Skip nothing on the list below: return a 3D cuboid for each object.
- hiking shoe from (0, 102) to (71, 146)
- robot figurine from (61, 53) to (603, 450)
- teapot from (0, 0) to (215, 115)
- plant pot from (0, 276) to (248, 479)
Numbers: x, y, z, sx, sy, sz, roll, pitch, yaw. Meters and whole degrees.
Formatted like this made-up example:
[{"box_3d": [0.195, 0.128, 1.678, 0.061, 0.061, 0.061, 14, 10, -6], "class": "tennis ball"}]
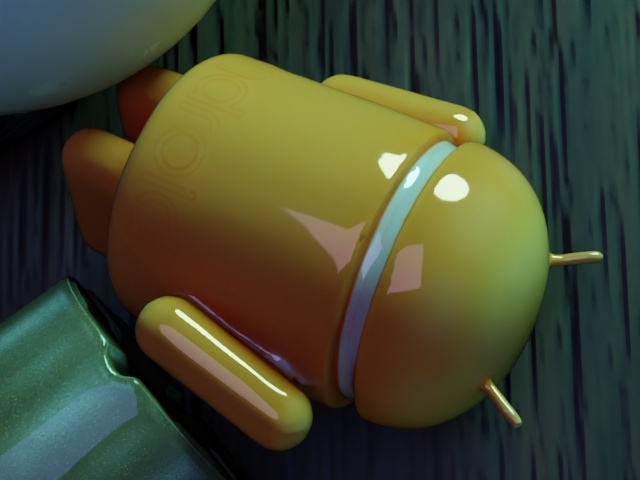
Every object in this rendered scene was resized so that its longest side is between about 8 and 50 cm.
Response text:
[{"box_3d": [-0.174, -0.086, 0.685, 0.086, 0.114, 0.227, 35, 90, 18], "class": "hiking shoe"}, {"box_3d": [-0.001, 0.002, 0.617, 0.219, 0.158, 0.128, 22, 108, 17], "class": "robot figurine"}, {"box_3d": [-0.146, -0.184, 0.576, 0.253, 0.187, 0.256, 21, 67, 10], "class": "teapot"}, {"box_3d": [-0.129, 0.113, 0.620, 0.165, 0.167, 0.167, -39, 73, -2], "class": "plant pot"}]
